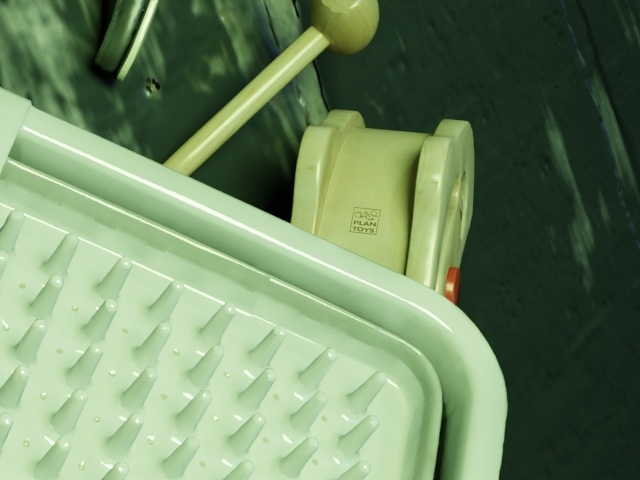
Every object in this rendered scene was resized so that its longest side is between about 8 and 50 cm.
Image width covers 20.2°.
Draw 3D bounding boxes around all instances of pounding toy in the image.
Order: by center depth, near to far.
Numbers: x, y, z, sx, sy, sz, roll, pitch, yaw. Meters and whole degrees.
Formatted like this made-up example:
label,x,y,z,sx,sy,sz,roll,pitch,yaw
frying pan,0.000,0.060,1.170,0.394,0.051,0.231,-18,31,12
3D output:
label,x,y,z,sx,sy,sz,roll,pitch,yaw
pounding toy,0.000,0.000,0.979,0.154,0.155,0.269,43,54,-77

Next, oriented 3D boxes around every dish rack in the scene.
label,x,y,z,sx,sy,sz,roll,pitch,yaw
dish rack,-0.094,0.090,0.708,0.333,0.072,0.285,24,46,-11

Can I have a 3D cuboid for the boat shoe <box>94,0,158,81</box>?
label,x,y,z,sx,sy,sz,roll,pitch,yaw
boat shoe,-0.096,-0.145,0.910,0.042,0.049,0.133,17,75,-15
